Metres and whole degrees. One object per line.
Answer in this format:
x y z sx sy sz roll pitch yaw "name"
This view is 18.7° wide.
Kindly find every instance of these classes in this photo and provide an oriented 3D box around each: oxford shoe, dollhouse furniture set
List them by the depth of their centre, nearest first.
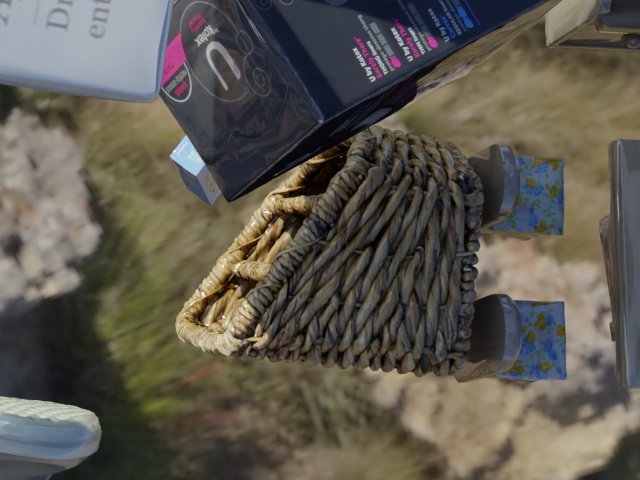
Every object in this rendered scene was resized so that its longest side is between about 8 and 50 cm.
-0.316 0.198 1.693 0.169 0.449 0.130 14 76 -29 "oxford shoe"
0.322 -0.070 1.702 0.362 0.256 0.394 1 81 -14 "dollhouse furniture set"

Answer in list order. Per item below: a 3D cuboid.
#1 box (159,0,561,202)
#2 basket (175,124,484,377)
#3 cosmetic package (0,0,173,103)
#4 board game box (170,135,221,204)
0.025 -0.165 1.432 0.270 0.165 0.143 -31 86 -34 "box"
0.000 0.000 1.728 0.223 0.299 0.214 5 91 -10 "basket"
-0.274 -0.263 0.878 0.393 0.327 0.330 9 96 -25 "cosmetic package"
-0.065 -0.141 1.937 0.039 0.160 0.211 37 84 7 "board game box"
